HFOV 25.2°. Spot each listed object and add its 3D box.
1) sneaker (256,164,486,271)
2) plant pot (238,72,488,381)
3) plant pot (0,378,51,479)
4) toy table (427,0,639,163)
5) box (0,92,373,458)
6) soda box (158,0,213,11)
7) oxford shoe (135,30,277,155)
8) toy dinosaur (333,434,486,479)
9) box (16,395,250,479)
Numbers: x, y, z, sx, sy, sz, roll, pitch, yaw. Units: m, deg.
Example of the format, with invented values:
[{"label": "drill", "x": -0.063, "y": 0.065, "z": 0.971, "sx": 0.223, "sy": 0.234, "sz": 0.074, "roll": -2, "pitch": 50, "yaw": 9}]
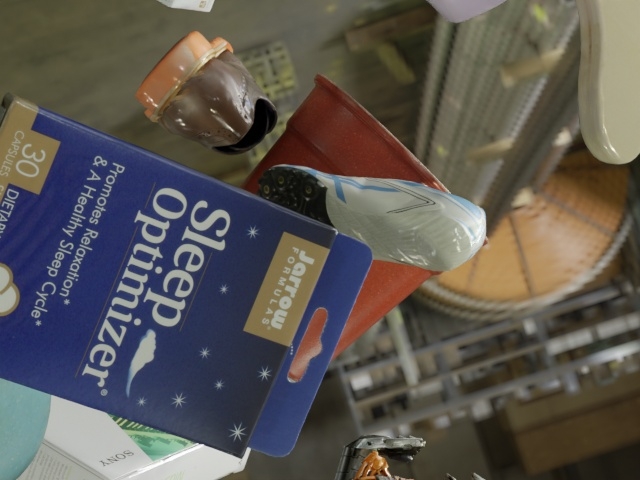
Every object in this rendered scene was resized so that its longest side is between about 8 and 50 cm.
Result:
[{"label": "sneaker", "x": 0.050, "y": -0.026, "z": 1.421, "sx": 0.237, "sy": 0.085, "sz": 0.086, "roll": 15, "pitch": -156, "yaw": 20}, {"label": "plant pot", "x": 0.000, "y": 0.000, "z": 1.618, "sx": 0.265, "sy": 0.272, "sz": 0.272, "roll": -45, "pitch": 171, "yaw": 0}, {"label": "plant pot", "x": -0.348, "y": 0.098, "z": 0.920, "sx": 0.290, "sy": 0.290, "sz": 0.195, "roll": -23, "pitch": -168, "yaw": 33}, {"label": "toy table", "x": 0.197, "y": -0.191, "z": 0.811, "sx": 0.274, "sy": 0.161, "sz": 0.252, "roll": -47, "pitch": -161, "yaw": 3}, {"label": "box", "x": -0.084, "y": 0.028, "z": 0.757, "sx": 0.225, "sy": 0.136, "sz": 0.036, "roll": 22, "pitch": -178, "yaw": -23}, {"label": "soda box", "x": -0.126, "y": -0.359, "z": 1.542, "sx": 0.074, "sy": 0.069, "sz": 0.216, "roll": -7, "pitch": 125, "yaw": -57}, {"label": "oxford shoe", "x": -0.122, "y": -0.152, "z": 1.670, "sx": 0.130, "sy": 0.133, "sz": 0.364, "roll": -48, "pitch": -178, "yaw": 7}, {"label": "toy dinosaur", "x": 0.013, "y": 0.261, "z": 1.100, "sx": 0.322, "sy": 0.218, "sz": 0.164, "roll": -2, "pitch": 173, "yaw": -10}, {"label": "box", "x": -0.241, "y": 0.123, "z": 1.204, "sx": 0.322, "sy": 0.058, "sz": 0.232, "roll": 27, "pitch": -164, "yaw": 21}]
